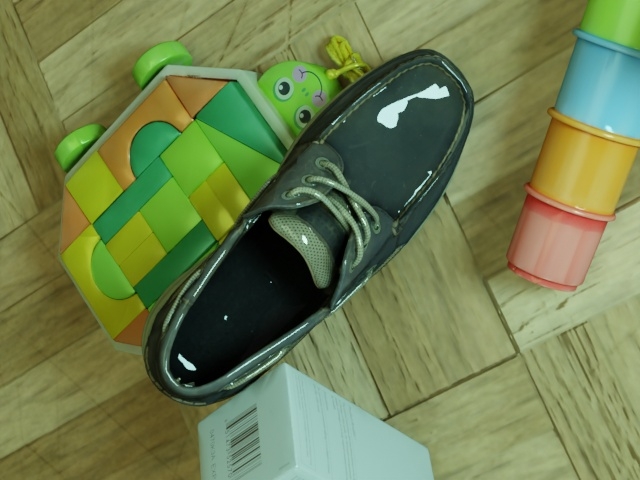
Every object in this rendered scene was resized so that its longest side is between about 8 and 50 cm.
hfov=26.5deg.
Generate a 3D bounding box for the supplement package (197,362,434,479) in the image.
[{"bbox_3d":[0.001,0.197,1.084,0.105,0.179,0.105,-37,38,25],"label":"supplement package"}]

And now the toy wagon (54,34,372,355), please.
[{"bbox_3d":[-0.094,-0.052,1.207,0.344,0.068,0.267,-43,72,24],"label":"toy wagon"}]

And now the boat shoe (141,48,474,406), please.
[{"bbox_3d":[0.000,0.000,1.071,0.132,0.130,0.355,39,92,-9],"label":"boat shoe"}]

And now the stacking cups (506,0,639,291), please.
[{"bbox_3d":[0.214,-0.117,1.013,0.096,0.096,0.316,26,104,26],"label":"stacking cups"}]
